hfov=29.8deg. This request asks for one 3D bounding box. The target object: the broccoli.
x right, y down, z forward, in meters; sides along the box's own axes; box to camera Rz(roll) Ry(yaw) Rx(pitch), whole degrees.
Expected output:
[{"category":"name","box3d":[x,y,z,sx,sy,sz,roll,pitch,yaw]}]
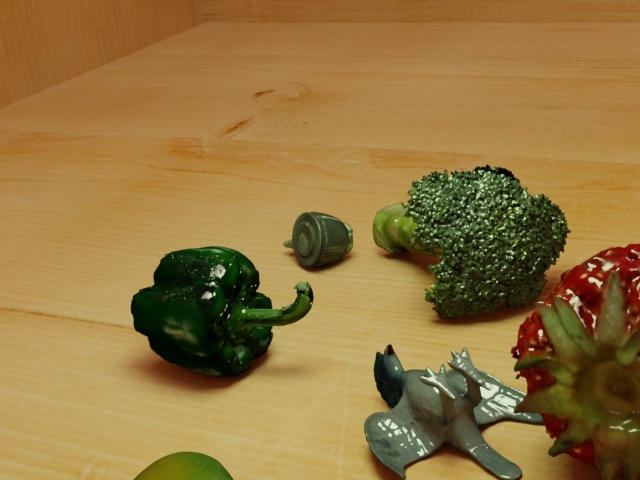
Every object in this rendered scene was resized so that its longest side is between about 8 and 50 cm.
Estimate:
[{"category":"broccoli","box3d":[0.181,-0.010,1.847,0.252,0.221,0.361,-18,13,-43]}]

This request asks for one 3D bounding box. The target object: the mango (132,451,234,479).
[{"category":"mango","box3d":[-0.147,0.294,1.264,0.156,0.114,0.251,-17,23,-5]}]

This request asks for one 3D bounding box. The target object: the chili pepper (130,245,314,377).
[{"category":"chili pepper","box3d":[-0.133,0.100,1.667,0.261,0.174,0.165,3,27,37]}]

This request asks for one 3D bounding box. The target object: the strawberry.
[{"category":"strawberry","box3d":[0.381,0.112,1.375,0.292,0.292,0.343,5,20,27]}]

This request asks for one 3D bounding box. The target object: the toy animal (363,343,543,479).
[{"category":"toy animal","box3d":[0.151,0.205,1.459,0.239,0.176,0.255,-20,59,-23]}]

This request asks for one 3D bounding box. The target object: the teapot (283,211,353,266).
[{"category":"teapot","box3d":[0.002,-0.008,2.019,0.091,0.092,0.124,0,22,-32]}]
